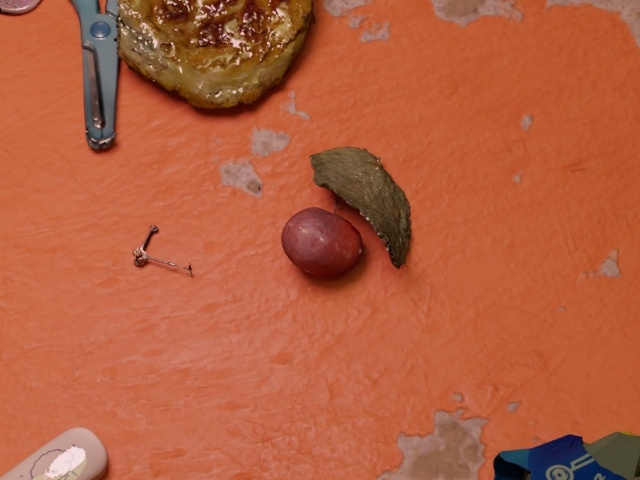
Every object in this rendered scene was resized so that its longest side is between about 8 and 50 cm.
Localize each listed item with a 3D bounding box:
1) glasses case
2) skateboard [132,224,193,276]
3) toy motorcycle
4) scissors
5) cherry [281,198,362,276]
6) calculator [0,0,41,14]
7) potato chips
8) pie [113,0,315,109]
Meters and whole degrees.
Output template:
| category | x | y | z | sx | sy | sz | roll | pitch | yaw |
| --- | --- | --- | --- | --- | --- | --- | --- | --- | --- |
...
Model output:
| category | x | y | z | sx | sy | sz | roll | pitch | yaw |
| --- | --- | --- | --- | --- | --- | --- | --- | --- | --- |
| glasses case | -0.356 | 0.312 | 1.771 | 0.197 | 0.049 | 0.076 | -36 | 71 | -14 |
| skateboard | -0.205 | 0.015 | 1.912 | 0.083 | 0.032 | 0.064 | 18 | 58 | 11 |
| toy motorcycle | 0.285 | 0.353 | 1.693 | 0.200 | 0.191 | 0.326 | 16 | 53 | 11 |
| scissors | -0.311 | -0.305 | 2.047 | 0.180 | 0.032 | 0.393 | -3 | 66 | -1 |
| cherry | -0.005 | 0.001 | 1.877 | 0.126 | 0.087 | 0.106 | -2 | 28 | -46 |
| calculator | -0.483 | -0.393 | 2.092 | 0.166 | 0.024 | 0.103 | 32 | 71 | 11 |
| potato chips | 0.056 | -0.057 | 1.896 | 0.228 | 0.167 | 0.059 | 50 | 119 | 23 |
| pie | -0.149 | -0.353 | 2.021 | 0.288 | 0.103 | 0.354 | 4 | 66 | -7 |
